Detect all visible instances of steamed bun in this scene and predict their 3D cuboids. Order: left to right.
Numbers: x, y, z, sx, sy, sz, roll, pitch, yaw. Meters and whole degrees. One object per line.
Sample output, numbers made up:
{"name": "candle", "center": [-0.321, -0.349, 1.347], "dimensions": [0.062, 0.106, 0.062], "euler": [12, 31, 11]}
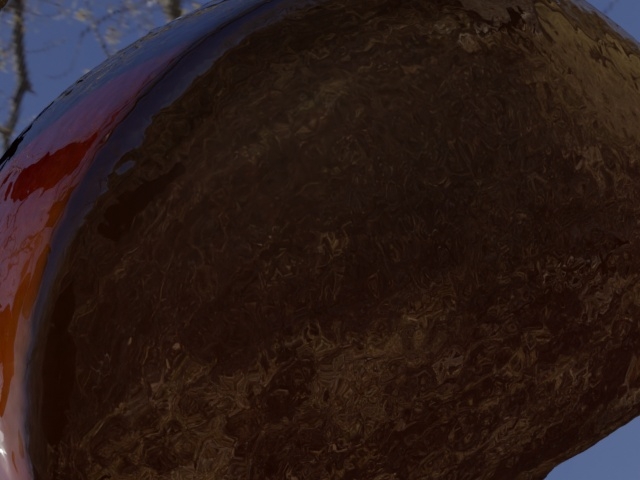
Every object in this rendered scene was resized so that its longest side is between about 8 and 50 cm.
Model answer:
{"name": "steamed bun", "center": [0.000, 0.000, 0.591], "dimensions": [0.379, 0.235, 0.248], "euler": [-21, -83, -27]}

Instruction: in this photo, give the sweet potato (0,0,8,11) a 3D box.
{"name": "sweet potato", "center": [-0.438, -0.133, 1.187], "dimensions": [0.359, 0.112, 0.112], "euler": [-42, -45, -10]}
